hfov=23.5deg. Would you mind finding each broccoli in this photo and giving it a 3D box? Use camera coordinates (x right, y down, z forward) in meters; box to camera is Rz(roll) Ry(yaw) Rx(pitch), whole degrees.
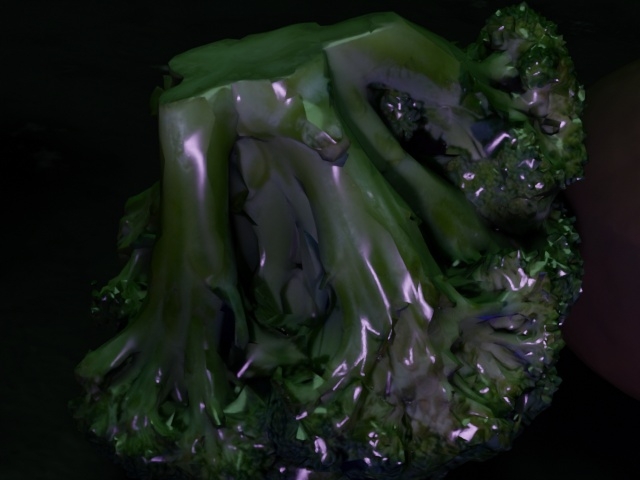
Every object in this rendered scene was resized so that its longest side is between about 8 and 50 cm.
[{"bbox_3d":[0.000,0.000,0.746,0.265,0.245,0.294,25,51,37],"label":"broccoli"}]

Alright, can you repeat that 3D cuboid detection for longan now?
[{"bbox_3d":[0.234,-0.001,0.821,0.246,0.215,0.246,28,15,-8],"label":"longan"}]
